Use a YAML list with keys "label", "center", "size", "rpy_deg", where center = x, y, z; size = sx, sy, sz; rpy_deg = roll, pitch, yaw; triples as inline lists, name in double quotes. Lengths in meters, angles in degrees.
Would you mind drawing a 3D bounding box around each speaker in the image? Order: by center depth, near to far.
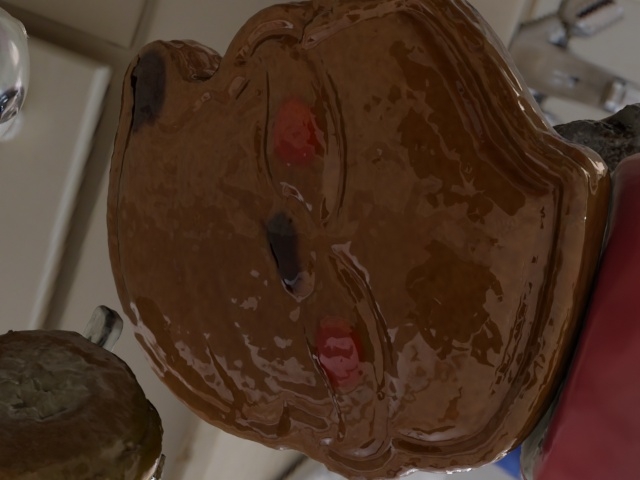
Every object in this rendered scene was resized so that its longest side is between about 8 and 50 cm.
- label: "speaker"
  center: [0.252, 0.081, 0.818]
  size: [0.294, 0.294, 0.294]
  rpy_deg: [22, 90, -78]

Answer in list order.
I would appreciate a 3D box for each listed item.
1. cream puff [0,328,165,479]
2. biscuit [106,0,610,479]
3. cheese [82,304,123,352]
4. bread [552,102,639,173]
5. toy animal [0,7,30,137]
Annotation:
- label: "cream puff"
  center: [-0.160, 0.126, 0.636]
  size: [0.165, 0.150, 0.115]
  rpy_deg: [-22, 129, -48]
- label: "biscuit"
  center: [-0.001, 0.000, 0.844]
  size: [0.078, 0.455, 0.349]
  rpy_deg: [-15, 95, -47]
- label: "cheese"
  center: [-0.221, 0.161, 0.961]
  size: [0.235, 0.050, 0.127]
  rpy_deg: [-64, -154, 3]
- label: "bread"
  center: [0.228, -0.043, 1.298]
  size: [0.113, 0.416, 0.165]
  rpy_deg: [45, 33, -72]
- label: "toy animal"
  center: [-0.466, -0.200, 1.311]
  size: [0.212, 0.267, 0.212]
  rpy_deg: [-34, -138, 36]
